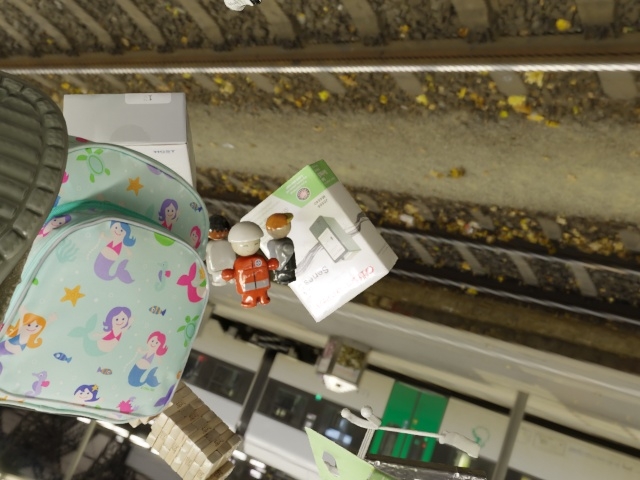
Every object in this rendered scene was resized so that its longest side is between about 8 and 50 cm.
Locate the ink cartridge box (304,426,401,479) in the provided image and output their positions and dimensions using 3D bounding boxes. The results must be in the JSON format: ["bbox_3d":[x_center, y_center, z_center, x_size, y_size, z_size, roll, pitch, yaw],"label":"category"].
[{"bbox_3d":[0.073,0.372,0.936,0.235,0.056,0.171,19,142,27],"label":"ink cartridge box"}]

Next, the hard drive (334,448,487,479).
[{"bbox_3d":[0.188,0.612,1.499,0.338,0.237,0.064,6,178,6],"label":"hard drive"}]

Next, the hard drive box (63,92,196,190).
[{"bbox_3d":[-0.299,-0.143,1.090,0.181,0.089,0.232,-2,163,-9],"label":"hard drive box"}]

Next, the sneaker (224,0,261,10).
[{"bbox_3d":[-0.083,-0.273,0.748,0.037,0.032,0.083,48,164,-4],"label":"sneaker"}]

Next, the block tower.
[{"bbox_3d":[-0.296,0.319,1.261,0.335,0.097,0.091,40,-150,15],"label":"block tower"}]

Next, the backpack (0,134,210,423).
[{"bbox_3d":[-0.218,0.033,0.621,0.191,0.254,0.225,10,167,44],"label":"backpack"}]

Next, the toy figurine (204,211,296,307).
[{"bbox_3d":[-0.156,0.023,1.195,0.212,0.148,0.209,-2,-167,24],"label":"toy figurine"}]

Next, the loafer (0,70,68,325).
[{"bbox_3d":[-0.190,0.029,0.291,0.094,0.251,0.087,26,149,-19],"label":"loafer"}]

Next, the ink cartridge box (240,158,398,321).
[{"bbox_3d":[0.000,0.000,1.402,0.273,0.198,0.115,52,-160,0],"label":"ink cartridge box"}]

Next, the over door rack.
[{"bbox_3d":[0.098,0.421,1.159,0.108,0.240,0.324,34,158,-27],"label":"over door rack"}]
